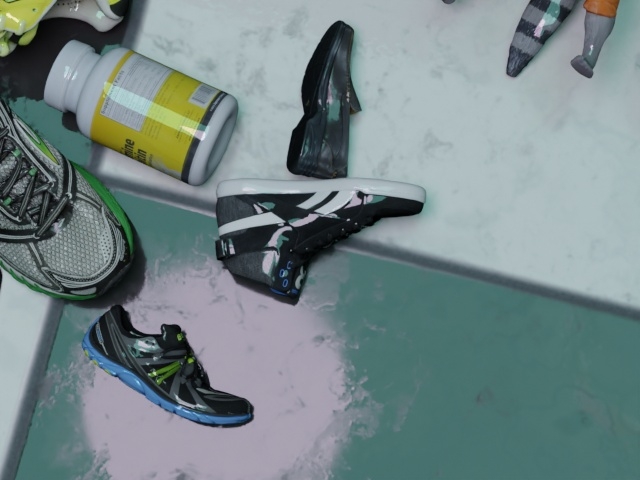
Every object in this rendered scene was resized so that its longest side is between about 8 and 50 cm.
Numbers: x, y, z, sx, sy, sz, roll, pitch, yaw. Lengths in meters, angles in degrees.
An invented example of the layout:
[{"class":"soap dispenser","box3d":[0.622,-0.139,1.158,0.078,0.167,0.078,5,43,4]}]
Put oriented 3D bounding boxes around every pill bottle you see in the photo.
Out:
[{"class":"pill bottle","box3d":[-0.185,-0.136,1.649,0.184,0.103,0.103,24,82,5]}]

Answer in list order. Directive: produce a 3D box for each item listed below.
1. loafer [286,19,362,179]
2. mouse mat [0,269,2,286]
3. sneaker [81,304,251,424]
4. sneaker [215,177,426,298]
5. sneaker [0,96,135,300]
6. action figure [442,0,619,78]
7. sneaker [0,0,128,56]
[{"class":"loafer","box3d":[0.013,-0.144,1.676,0.061,0.062,0.170,16,85,-19]},{"class":"mouse mat","box3d":[-0.387,0.101,1.601,0.007,0.152,0.189,6,81,34]},{"class":"sneaker","box3d":[-0.151,0.127,1.625,0.188,0.067,0.078,31,89,8]},{"class":"sneaker","box3d":[0.000,0.000,1.643,0.217,0.079,0.121,0,84,9]},{"class":"sneaker","box3d":[-0.331,-0.069,1.620,0.343,0.146,0.134,41,85,6]},{"class":"action figure","box3d":[0.244,-0.353,1.678,0.341,0.178,0.330,28,74,30]},{"class":"sneaker","box3d":[-0.348,-0.259,1.580,0.385,0.145,0.147,-18,80,-34]}]
